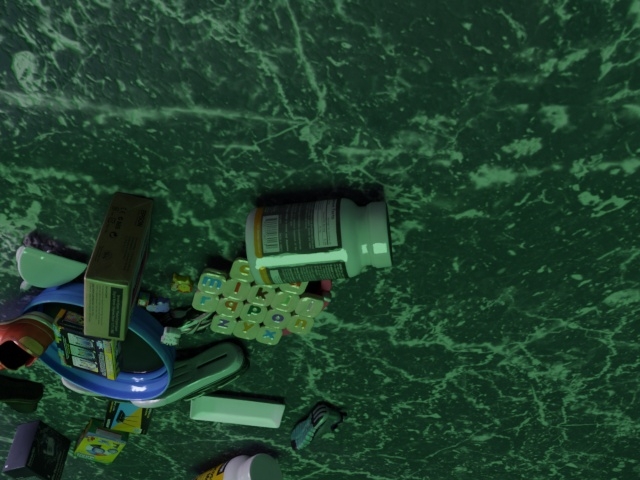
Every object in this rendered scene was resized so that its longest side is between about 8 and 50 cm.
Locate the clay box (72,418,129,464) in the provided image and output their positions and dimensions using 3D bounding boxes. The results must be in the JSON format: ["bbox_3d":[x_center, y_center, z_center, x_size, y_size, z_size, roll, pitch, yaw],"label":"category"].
[{"bbox_3d":[-0.701,0.648,2.228,0.127,0.053,0.222,21,134,-19],"label":"clay box"}]

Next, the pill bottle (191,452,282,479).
[{"bbox_3d":[-0.284,0.820,2.303,0.188,0.188,0.334,33,129,-30],"label":"pill bottle"}]

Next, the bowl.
[{"bbox_3d":[-0.537,0.250,1.713,0.391,0.077,0.391,10,136,10],"label":"bowl"}]

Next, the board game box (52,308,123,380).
[{"bbox_3d":[-0.531,0.241,1.610,0.141,0.048,0.170,16,137,1],"label":"board game box"}]

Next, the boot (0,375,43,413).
[{"bbox_3d":[-0.905,0.452,2.010,0.197,0.077,0.137,17,141,-15],"label":"boot"}]

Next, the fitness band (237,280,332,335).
[{"bbox_3d":[-0.098,0.127,1.632,0.209,0.054,0.291,24,132,-22],"label":"fitness band"}]

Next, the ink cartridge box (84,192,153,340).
[{"bbox_3d":[-0.409,0.053,1.426,0.088,0.235,0.193,11,138,-8],"label":"ink cartridge box"}]

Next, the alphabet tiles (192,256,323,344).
[{"bbox_3d":[-0.144,0.142,1.603,0.284,0.021,0.278,15,136,-10],"label":"alphabet tiles"}]

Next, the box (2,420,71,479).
[{"bbox_3d":[-0.880,0.672,2.184,0.093,0.156,0.158,-17,134,19],"label":"box"}]

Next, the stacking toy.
[{"bbox_3d":[-0.404,0.138,1.571,0.221,0.167,0.052,13,137,-13],"label":"stacking toy"}]

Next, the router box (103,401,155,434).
[{"bbox_3d":[-0.564,0.507,2.072,0.133,0.046,0.179,13,136,-13],"label":"router box"}]

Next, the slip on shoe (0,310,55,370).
[{"bbox_3d":[-0.738,0.258,1.666,0.331,0.101,0.123,-23,124,39],"label":"slip on shoe"}]

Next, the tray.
[{"bbox_3d":[-0.245,0.493,2.058,0.270,0.030,0.145,8,137,-6],"label":"tray"}]

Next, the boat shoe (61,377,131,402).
[{"bbox_3d":[-0.611,0.411,1.946,0.219,0.078,0.070,19,134,-21],"label":"boat shoe"}]

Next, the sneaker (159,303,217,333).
[{"bbox_3d":[-0.320,0.208,1.717,0.178,0.072,0.077,-21,135,24],"label":"sneaker"}]

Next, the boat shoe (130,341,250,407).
[{"bbox_3d":[-0.340,0.375,1.846,0.335,0.121,0.119,-19,140,11],"label":"boat shoe"}]

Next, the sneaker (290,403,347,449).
[{"bbox_3d":[-0.008,0.572,2.101,0.098,0.083,0.224,17,135,-23],"label":"sneaker"}]

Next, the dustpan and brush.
[{"bbox_3d":[-0.642,0.074,1.601,0.147,0.060,0.211,22,128,-35],"label":"dustpan and brush"}]

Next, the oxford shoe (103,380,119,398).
[{"bbox_3d":[-0.492,0.387,1.931,0.212,0.076,0.076,7,109,-26],"label":"oxford shoe"}]

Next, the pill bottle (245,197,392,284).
[{"bbox_3d":[0.000,0.000,1.407,0.278,0.162,0.162,-5,137,8],"label":"pill bottle"}]
